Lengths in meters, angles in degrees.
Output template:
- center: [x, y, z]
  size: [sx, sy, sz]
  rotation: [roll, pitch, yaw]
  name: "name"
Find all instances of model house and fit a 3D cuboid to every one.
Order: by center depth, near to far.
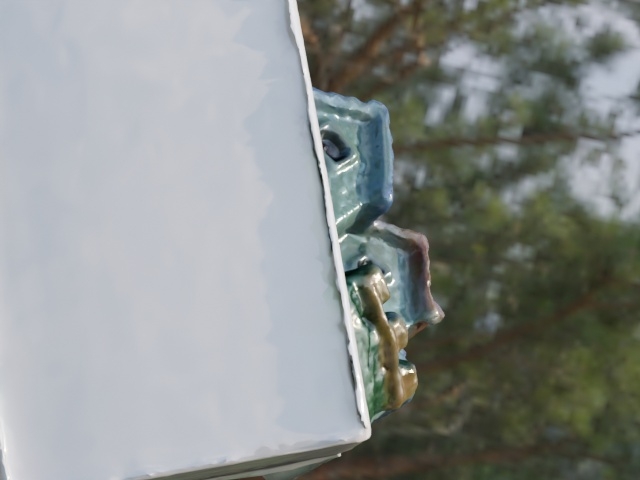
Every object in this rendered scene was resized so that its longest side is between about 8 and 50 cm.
- center: [0.000, 0.000, 0.714]
  size: [0.148, 0.148, 0.119]
  rotation: [-36, -5, -43]
  name: "model house"

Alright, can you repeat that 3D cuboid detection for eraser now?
- center: [-0.053, -0.093, 0.391]
  size: [0.076, 0.298, 0.078]
  rotation: [-9, -8, -6]
  name: "eraser"
